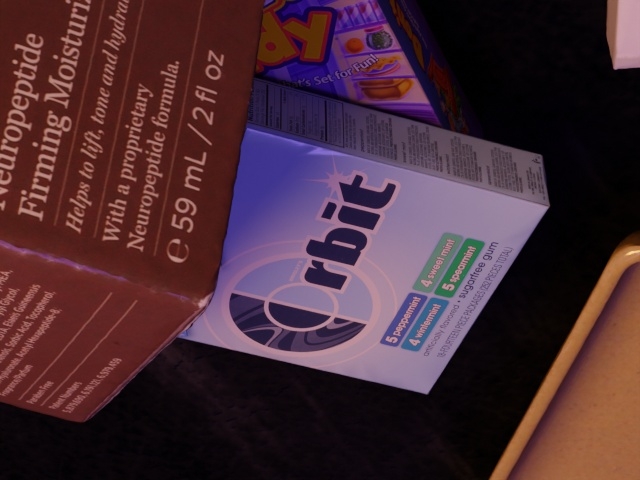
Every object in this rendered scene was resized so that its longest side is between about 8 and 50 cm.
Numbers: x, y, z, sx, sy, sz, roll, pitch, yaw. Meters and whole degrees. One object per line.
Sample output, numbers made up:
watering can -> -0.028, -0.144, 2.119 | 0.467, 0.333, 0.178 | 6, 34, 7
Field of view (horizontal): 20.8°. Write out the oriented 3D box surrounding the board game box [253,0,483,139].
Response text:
board game box -> -0.114, -0.060, 0.916 | 0.347, 0.078, 0.233 | -18, 133, 16

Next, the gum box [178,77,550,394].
gum box -> 0.000, 0.000, 0.893 | 0.184, 0.041, 0.157 | 15, 134, -15

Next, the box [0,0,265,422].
box -> -0.152, -0.045, 0.726 | 0.203, 0.168, 0.167 | 17, 152, -19

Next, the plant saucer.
plant saucer -> 0.278, 0.116, 1.102 | 0.333, 0.081, 0.333 | 11, 134, -11

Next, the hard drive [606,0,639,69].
hard drive -> 0.296, -0.178, 0.833 | 0.308, 0.040, 0.203 | -3, 135, 3
